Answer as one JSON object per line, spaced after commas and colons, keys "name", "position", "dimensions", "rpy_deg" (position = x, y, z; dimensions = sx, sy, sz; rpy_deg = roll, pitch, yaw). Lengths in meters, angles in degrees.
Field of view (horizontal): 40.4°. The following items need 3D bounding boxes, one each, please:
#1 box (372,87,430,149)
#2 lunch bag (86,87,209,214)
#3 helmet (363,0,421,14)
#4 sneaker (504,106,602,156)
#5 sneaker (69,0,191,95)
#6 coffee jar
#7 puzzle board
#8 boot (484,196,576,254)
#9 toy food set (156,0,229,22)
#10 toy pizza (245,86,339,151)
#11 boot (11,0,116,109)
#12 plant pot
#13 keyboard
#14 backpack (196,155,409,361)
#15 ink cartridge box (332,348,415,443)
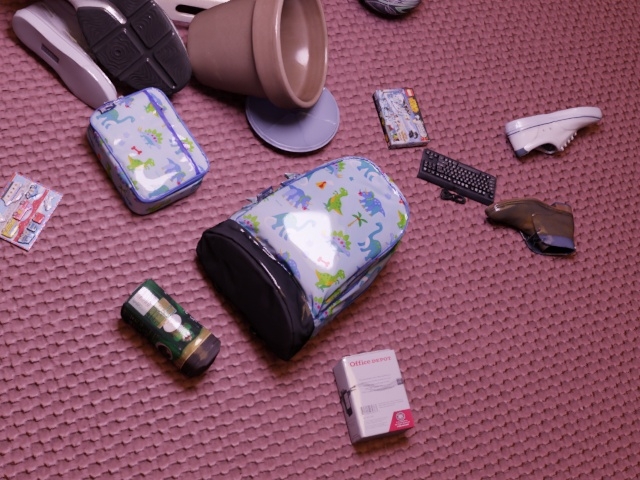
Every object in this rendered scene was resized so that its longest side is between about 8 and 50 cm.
{"name": "box", "position": [0.177, -0.269, 1.910], "dimensions": [0.093, 0.027, 0.137], "rpy_deg": [-7, 70, -20]}
{"name": "lunch bag", "position": [-0.327, -0.175, 1.656], "dimensions": [0.176, 0.090, 0.219], "rpy_deg": [-28, 81, -29]}
{"name": "helmet", "position": [0.161, -0.595, 1.977], "dimensions": [0.169, 0.169, 0.162], "rpy_deg": [30, 44, -4]}
{"name": "sneaker", "position": [0.540, -0.248, 2.004], "dimensions": [0.258, 0.094, 0.091], "rpy_deg": [-13, 90, -19]}
{"name": "sneaker", "position": [-0.399, -0.501, 1.692], "dimensions": [0.447, 0.169, 0.257], "rpy_deg": [48, 24, -24]}
{"name": "coffee jar", "position": [-0.260, 0.157, 1.527], "dimensions": [0.184, 0.096, 0.079], "rpy_deg": [42, 63, 2]}
{"name": "puzzle board", "position": [-0.540, -0.054, 1.573], "dimensions": [0.096, 0.011, 0.128], "rpy_deg": [27, 60, -6]}
{"name": "boot", "position": [0.459, -0.028, 1.870], "dimensions": [0.219, 0.082, 0.106], "rpy_deg": [3, 63, -20]}
{"name": "toy food set", "position": [-0.275, -0.592, 1.876], "dimensions": [0.219, 0.092, 0.306], "rpy_deg": [6, 57, -17]}
{"name": "toy pizza", "position": [-0.059, -0.267, 1.823], "dimensions": [0.201, 0.032, 0.201], "rpy_deg": [6, 62, -12]}
{"name": "boot", "position": [-0.467, -0.374, 1.699], "dimensions": [0.258, 0.095, 0.123], "rpy_deg": [45, 52, -3]}
{"name": "plant pot", "position": [-0.132, -0.390, 1.731], "dimensions": [0.229, 0.263, 0.263], "rpy_deg": [2, 60, 22]}
{"name": "keyboard", "position": [0.298, -0.130, 1.893], "dimensions": [0.180, 0.023, 0.108], "rpy_deg": [21, 62, -8]}
{"name": "backpack", "position": [0.000, 0.000, 1.623], "dimensions": [0.355, 0.273, 0.290], "rpy_deg": [-26, 70, -40]}
{"name": "ink cartridge box", "position": [0.097, 0.287, 1.611], "dimensions": [0.109, 0.063, 0.151], "rpy_deg": [-7, 69, -21]}
